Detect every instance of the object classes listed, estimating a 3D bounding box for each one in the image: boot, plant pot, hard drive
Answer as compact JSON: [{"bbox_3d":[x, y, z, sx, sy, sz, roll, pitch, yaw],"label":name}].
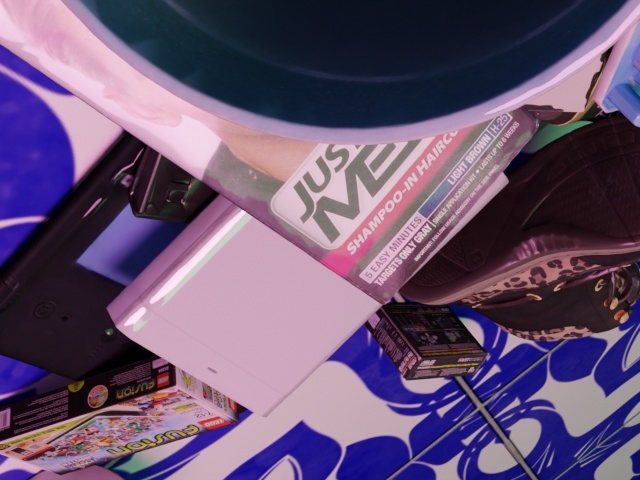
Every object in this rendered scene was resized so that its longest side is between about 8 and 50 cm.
[{"bbox_3d":[0.297,0.006,1.022,0.377,0.138,0.284,-24,152,24],"label":"boot"},{"bbox_3d":[0.033,-0.214,0.399,0.255,0.272,0.271,-59,174,-57],"label":"plant pot"},{"bbox_3d":[0.000,0.000,0.786,0.307,0.040,0.203,-44,135,4],"label":"hard drive"}]

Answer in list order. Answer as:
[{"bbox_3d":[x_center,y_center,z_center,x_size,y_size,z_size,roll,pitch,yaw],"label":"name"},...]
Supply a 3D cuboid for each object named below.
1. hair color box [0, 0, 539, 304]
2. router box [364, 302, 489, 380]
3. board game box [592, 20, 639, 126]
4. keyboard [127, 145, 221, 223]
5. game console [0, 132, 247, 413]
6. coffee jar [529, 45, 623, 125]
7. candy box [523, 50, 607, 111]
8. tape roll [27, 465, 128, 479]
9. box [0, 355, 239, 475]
[{"bbox_3d":[-0.038,-0.120,0.604,0.347,0.105,0.174,35,99,-30],"label":"hair color box"},{"bbox_3d":[0.125,0.117,1.102,0.122,0.092,0.038,3,127,-41],"label":"router box"},{"bbox_3d":[0.443,-0.279,0.747,0.390,0.050,0.390,-15,141,-23],"label":"board game box"},{"bbox_3d":[-0.013,-0.030,0.804,0.317,0.033,0.201,6,118,-35],"label":"keyboard"},{"bbox_3d":[-0.068,0.002,0.850,0.386,0.060,0.342,-46,143,10],"label":"game console"},{"bbox_3d":[0.280,-0.162,0.945,0.184,0.079,0.096,-2,130,-38],"label":"coffee jar"},{"bbox_3d":[0.166,-0.218,0.759,0.159,0.071,0.233,0,132,-11],"label":"candy box"},{"bbox_3d":[-0.246,0.335,0.923,0.219,0.219,0.072,-35,142,-3],"label":"tape roll"},{"bbox_3d":[-0.192,0.163,0.869,0.207,0.036,0.114,-20,147,18],"label":"box"}]
